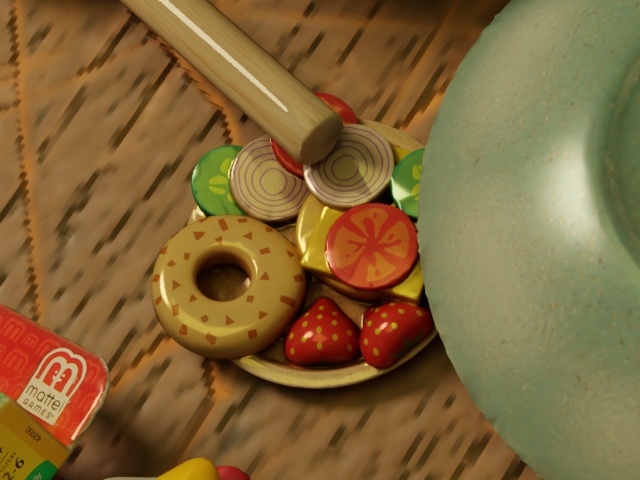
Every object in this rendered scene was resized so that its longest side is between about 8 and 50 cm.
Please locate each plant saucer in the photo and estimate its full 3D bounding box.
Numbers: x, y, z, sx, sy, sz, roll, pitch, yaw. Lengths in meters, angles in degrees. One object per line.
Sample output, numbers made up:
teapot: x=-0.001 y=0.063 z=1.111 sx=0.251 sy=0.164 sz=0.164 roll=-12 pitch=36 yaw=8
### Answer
plant saucer: x=0.121 y=-0.013 z=0.501 sx=0.195 sy=0.037 sz=0.195 roll=-1 pitch=65 yaw=3

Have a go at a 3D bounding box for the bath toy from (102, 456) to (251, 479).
bath toy: x=0.066 y=0.138 z=0.405 sx=0.348 sy=0.129 sz=0.151 roll=23 pitch=72 yaw=20

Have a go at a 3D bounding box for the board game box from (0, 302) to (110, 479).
board game box: x=-0.168 y=0.110 z=0.494 sx=0.124 sy=0.039 sz=0.259 roll=23 pitch=68 yaw=43

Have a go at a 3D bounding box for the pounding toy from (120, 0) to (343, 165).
pounding toy: x=0.007 y=-0.159 z=0.579 sx=0.183 sy=0.110 sz=0.237 roll=34 pitch=100 yaw=18

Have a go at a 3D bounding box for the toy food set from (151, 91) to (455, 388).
toy food set: x=0.000 y=0.000 z=0.539 sx=0.083 sy=0.020 sz=0.083 roll=16 pitch=70 yaw=18
